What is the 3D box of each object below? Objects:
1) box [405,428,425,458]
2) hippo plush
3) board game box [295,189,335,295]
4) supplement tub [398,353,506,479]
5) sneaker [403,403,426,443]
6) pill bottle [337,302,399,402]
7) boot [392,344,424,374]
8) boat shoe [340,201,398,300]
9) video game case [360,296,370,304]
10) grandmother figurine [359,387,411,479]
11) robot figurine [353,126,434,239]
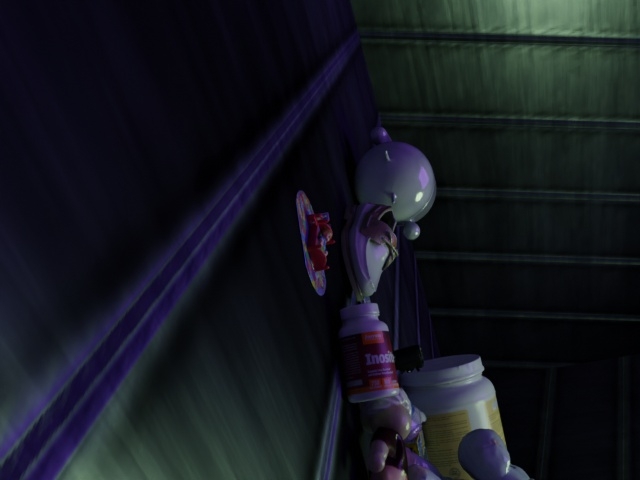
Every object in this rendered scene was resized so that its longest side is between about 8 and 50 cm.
[{"bbox_3d":[0.194,0.453,1.582,0.169,0.059,0.054,16,64,-78],"label":"box"},{"bbox_3d":[0.286,0.486,1.362,0.294,0.236,0.234,62,0,20],"label":"hippo plush"},{"bbox_3d":[0.000,0.000,1.130,0.133,0.033,0.169,43,36,-73],"label":"board game box"},{"bbox_3d":[0.320,0.461,1.750,0.241,0.241,0.331,6,73,-79],"label":"supplement tub"},{"bbox_3d":[0.168,0.364,1.500,0.086,0.085,0.237,61,2,11],"label":"sneaker"},{"bbox_3d":[0.075,0.183,1.178,0.086,0.086,0.152,42,37,-73],"label":"pill bottle"},{"bbox_3d":[0.172,0.248,1.584,0.045,0.099,0.121,-92,166,-49],"label":"boot"},{"bbox_3d":[0.105,0.006,1.483,0.302,0.103,0.113,-86,161,-56],"label":"boat shoe"},{"bbox_3d":[0.095,0.121,1.558,0.087,0.011,0.122,9,70,-78],"label":"video game case"},{"bbox_3d":[0.113,0.380,1.134,0.342,0.104,0.208,-86,175,-48],"label":"grandmother figurine"},{"bbox_3d":[0.194,-0.143,1.854,0.353,0.199,0.300,9,60,-79],"label":"robot figurine"}]
